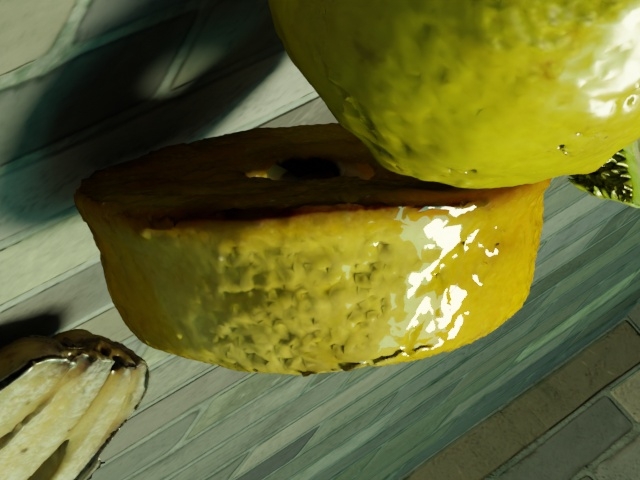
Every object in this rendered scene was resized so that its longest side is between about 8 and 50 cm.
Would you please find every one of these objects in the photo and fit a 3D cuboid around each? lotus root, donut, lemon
[{"bbox_3d":[-0.264,0.170,1.481,0.329,0.078,0.167,-45,144,22],"label":"lotus root"},{"bbox_3d":[0.000,0.000,1.222,0.303,0.110,0.303,-5,-166,1],"label":"donut"},{"bbox_3d":[0.107,-0.161,1.063,0.284,0.260,0.260,-16,-176,35],"label":"lemon"}]

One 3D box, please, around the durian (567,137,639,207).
[{"bbox_3d":[0.375,-0.146,2.052,0.355,0.169,0.157,-33,162,-28],"label":"durian"}]
